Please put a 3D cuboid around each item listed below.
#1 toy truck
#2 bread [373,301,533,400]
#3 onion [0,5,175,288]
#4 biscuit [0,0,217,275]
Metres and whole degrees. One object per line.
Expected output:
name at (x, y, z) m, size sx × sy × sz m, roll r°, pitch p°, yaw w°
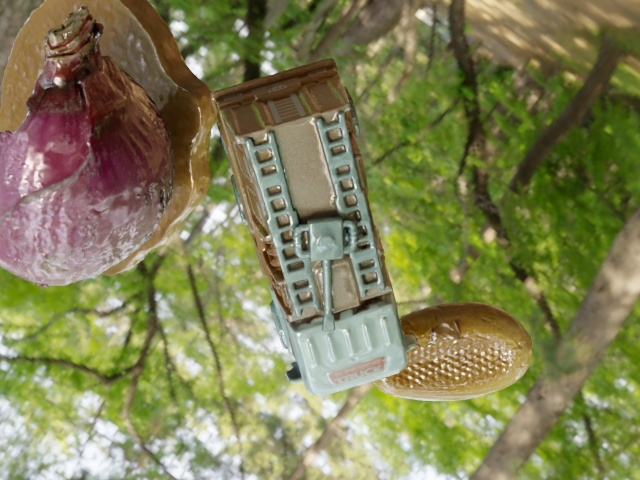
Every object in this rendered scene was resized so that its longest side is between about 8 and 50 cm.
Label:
toy truck at (0.000, 0.000, 0.920) m, size 0.162 × 0.136 × 0.305 m, roll -113°, pitch 8°, yaw -66°
bread at (0.145, 0.125, 1.103) m, size 0.189 × 0.114 × 0.077 m, roll -6°, pitch -156°, yaw 6°
onion at (-0.257, -0.085, 1.115) m, size 0.159 × 0.348 × 0.267 m, roll 38°, pitch -126°, yaw 9°
biscuit at (-0.303, -0.161, 1.363) m, size 0.365 × 0.385 × 0.062 m, roll 48°, pitch -144°, yaw 10°
